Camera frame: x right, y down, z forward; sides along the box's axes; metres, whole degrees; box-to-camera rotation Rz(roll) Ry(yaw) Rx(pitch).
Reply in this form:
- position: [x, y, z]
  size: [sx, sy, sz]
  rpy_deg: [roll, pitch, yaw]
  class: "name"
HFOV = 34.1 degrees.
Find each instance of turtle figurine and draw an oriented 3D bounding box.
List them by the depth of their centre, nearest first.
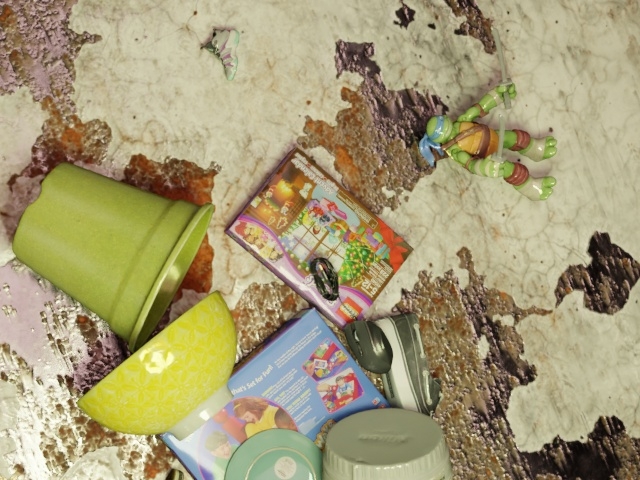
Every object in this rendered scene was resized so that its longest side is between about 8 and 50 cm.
- position: [0.351, -0.194, 1.942]
  size: [0.266, 0.197, 0.274]
  rpy_deg: [22, 120, -31]
  class: "turtle figurine"

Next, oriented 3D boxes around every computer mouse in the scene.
- position: [0.049, 0.137, 1.841]
  size: [0.242, 0.071, 0.041]
  rpy_deg: [56, 44, -5]
  class: "computer mouse"

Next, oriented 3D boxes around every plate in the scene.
- position: [-0.070, 0.415, 1.778]
  size: [0.188, 0.024, 0.188]
  rpy_deg: [2, 84, -16]
  class: "plate"

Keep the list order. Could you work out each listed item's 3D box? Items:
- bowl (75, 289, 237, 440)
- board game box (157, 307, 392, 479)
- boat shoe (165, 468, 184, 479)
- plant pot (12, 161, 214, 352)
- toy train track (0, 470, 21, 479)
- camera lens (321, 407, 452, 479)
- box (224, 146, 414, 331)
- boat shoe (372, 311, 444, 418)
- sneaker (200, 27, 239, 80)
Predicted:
- position: [-0.233, 0.229, 1.686]
  size: [0.289, 0.289, 0.156]
  rpy_deg: [-38, 91, -17]
  class: "bowl"
- position: [-0.080, 0.316, 1.839]
  size: [0.347, 0.078, 0.233]
  rpy_deg: [-39, 96, -17]
  class: "board game box"
- position: [-0.247, 0.467, 1.790]
  size: [0.049, 0.056, 0.152]
  rpy_deg: [8, 91, -21]
  class: "boat shoe"
- position: [-0.351, 0.006, 1.716]
  size: [0.254, 0.276, 0.276]
  rpy_deg: [27, 77, 0]
  class: "plant pot"
- position: [-0.530, 0.394, 1.730]
  size: [0.083, 0.014, 0.048]
  rpy_deg: [41, 75, -8]
  class: "toy train track"
- position: [0.117, 0.450, 1.767]
  size: [0.219, 0.219, 0.274]
  rpy_deg: [-11, 109, -17]
  class: "camera lens"
- position: [0.000, 0.000, 1.906]
  size: [0.293, 0.057, 0.201]
  rpy_deg: [40, 76, -9]
  class: "box"
- position: [0.177, 0.280, 1.911]
  size: [0.102, 0.108, 0.301]
  rpy_deg: [-12, 80, -17]
  class: "boat shoe"
- position: [-0.185, -0.339, 1.900]
  size: [0.069, 0.038, 0.098]
  rpy_deg: [6, 73, -15]
  class: "sneaker"
